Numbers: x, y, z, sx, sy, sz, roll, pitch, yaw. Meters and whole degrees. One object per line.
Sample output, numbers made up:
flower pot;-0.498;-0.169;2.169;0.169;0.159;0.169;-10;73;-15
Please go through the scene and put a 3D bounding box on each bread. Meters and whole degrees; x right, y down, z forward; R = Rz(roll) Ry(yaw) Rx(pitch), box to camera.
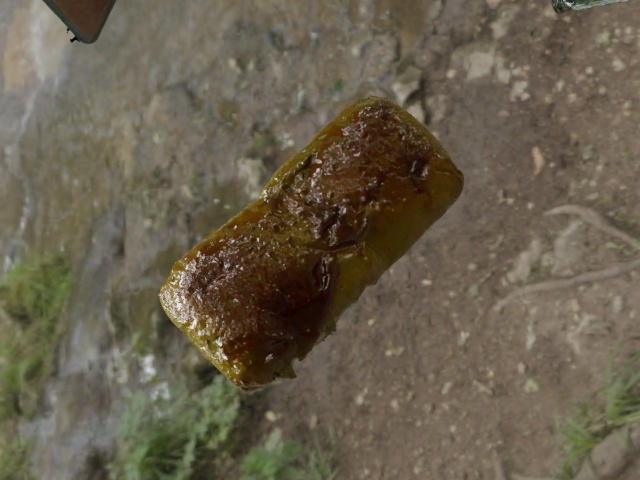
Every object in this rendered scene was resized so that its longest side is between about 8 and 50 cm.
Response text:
bread;0.000;0.001;0.669;0.139;0.271;0.077;44;164;12

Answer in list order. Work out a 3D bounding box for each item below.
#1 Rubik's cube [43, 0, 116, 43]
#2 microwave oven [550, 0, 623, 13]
Rubik's cube;-0.220;-0.344;0.643;0.233;0.228;0.229;-58;8;-16
microwave oven;0.137;-0.208;0.297;0.163;0.129;0.205;15;135;64
